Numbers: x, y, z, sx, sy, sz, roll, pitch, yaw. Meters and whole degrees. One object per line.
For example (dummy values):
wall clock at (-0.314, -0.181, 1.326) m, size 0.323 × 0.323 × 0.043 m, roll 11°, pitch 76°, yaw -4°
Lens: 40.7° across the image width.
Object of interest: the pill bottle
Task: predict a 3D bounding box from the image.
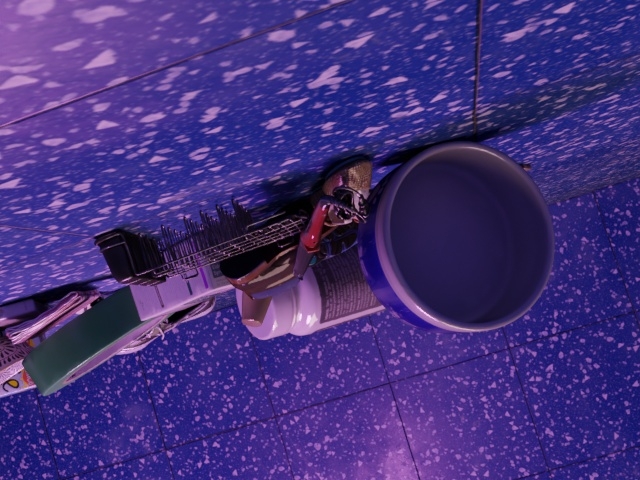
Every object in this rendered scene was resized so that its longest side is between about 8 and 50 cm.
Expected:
pill bottle at (0.000, 0.105, 2.021) m, size 0.361 × 0.204 × 0.204 m, roll -14°, pitch 174°, yaw -33°

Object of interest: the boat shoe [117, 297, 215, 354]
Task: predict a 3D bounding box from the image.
boat shoe at (-0.401, 0.188, 2.122) m, size 0.307 × 0.113 × 0.105 m, roll -19°, pitch 169°, yaw -10°

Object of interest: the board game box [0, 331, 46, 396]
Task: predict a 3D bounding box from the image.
board game box at (-0.696, 0.260, 1.755) m, size 0.276 × 0.142 × 0.144 m, roll -15°, pitch 174°, yaw -14°

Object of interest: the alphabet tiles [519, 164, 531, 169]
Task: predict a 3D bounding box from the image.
alphabet tiles at (0.258, -0.097, 1.804) m, size 0.343 × 0.011 × 0.285 m, roll -20°, pitch 174°, yaw 27°

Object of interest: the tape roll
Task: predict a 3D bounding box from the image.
tape roll at (-0.408, 0.174, 1.646) m, size 0.321 × 0.077 × 0.321 m, roll -35°, pitch 177°, yaw -2°

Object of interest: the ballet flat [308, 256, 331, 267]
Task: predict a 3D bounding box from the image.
ballet flat at (-0.028, 0.023, 1.838) m, size 0.074 × 0.074 × 0.203 m, roll -21°, pitch 176°, yaw 36°

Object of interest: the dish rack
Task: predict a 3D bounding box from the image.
dish rack at (-0.149, -0.003, 1.188) m, size 0.272 × 0.074 × 0.208 m, roll -19°, pitch 176°, yaw 2°

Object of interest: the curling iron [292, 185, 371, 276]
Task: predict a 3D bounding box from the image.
curling iron at (0.000, 0.000, 1.181) m, size 0.068 × 0.035 × 0.274 m, roll 20°, pitch 151°, yaw -8°

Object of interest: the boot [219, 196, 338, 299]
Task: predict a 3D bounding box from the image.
boot at (-0.045, 0.011, 1.332) m, size 0.219 × 0.082 × 0.106 m, roll -29°, pitch 149°, yaw -4°

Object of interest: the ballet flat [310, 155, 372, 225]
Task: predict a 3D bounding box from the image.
ballet flat at (0.035, -0.060, 1.180) m, size 0.073 × 0.067 × 0.206 m, roll -17°, pitch 175°, yaw -10°

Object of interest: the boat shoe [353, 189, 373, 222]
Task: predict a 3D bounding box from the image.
boat shoe at (0.084, -0.051, 1.461) m, size 0.170 × 0.059 × 0.063 m, roll -17°, pitch 175°, yaw 0°

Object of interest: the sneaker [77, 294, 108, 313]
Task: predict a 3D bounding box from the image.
sneaker at (-0.444, 0.124, 1.708) m, size 0.044 × 0.040 × 0.109 m, roll -21°, pitch 174°, yaw 21°

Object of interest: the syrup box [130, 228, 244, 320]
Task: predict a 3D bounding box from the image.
syrup box at (-0.218, 0.058, 1.436) m, size 0.093 × 0.096 × 0.237 m, roll -15°, pitch 175°, yaw -43°

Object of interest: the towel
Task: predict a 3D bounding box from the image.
towel at (-0.476, 0.130, 1.552) m, size 0.144 × 0.029 × 0.197 m, roll -33°, pitch -179°, yaw -5°

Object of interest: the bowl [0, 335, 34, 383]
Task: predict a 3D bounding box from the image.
bowl at (-0.619, 0.225, 1.615) m, size 0.170 × 0.080 × 0.170 m, roll -34°, pitch 178°, yaw -1°

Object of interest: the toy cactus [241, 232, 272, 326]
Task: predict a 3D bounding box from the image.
toy cactus at (-0.093, 0.060, 1.451) m, size 0.112 × 0.180 × 0.219 m, roll 30°, pitch 148°, yaw -34°

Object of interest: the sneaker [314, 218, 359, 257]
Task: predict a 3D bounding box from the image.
sneaker at (0.047, -0.022, 1.561) m, size 0.221 × 0.083 × 0.087 m, roll -13°, pitch -178°, yaw -7°

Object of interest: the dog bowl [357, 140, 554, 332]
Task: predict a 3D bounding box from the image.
dog bowl at (0.190, -0.001, 1.219) m, size 0.265 × 0.264 × 0.104 m, roll -15°, pitch 176°, yaw -22°

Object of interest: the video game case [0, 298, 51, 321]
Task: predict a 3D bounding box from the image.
video game case at (-0.605, 0.151, 1.564) m, size 0.207 × 0.026 × 0.227 m, roll -16°, pitch 175°, yaw -11°
